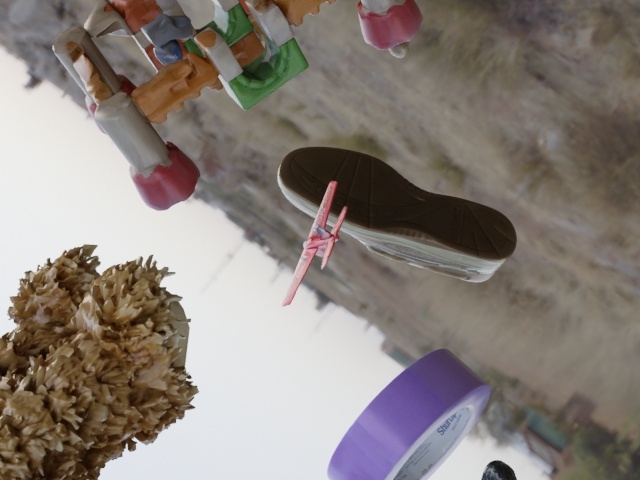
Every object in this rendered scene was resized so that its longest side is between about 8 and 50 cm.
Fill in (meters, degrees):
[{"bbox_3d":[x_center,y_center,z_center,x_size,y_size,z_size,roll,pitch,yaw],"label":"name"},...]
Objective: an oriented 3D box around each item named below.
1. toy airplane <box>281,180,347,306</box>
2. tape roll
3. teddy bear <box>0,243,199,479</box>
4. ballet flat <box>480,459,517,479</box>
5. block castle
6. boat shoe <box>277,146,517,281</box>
[{"bbox_3d":[0.000,0.000,1.024,0.028,0.151,0.151,22,-175,-4],"label":"toy airplane"},{"bbox_3d":[0.138,0.298,1.499,0.090,0.275,0.275,42,-174,25],"label":"tape roll"},{"bbox_3d":[-0.186,0.142,0.489,0.113,0.338,0.245,41,176,-38],"label":"teddy bear"},{"bbox_3d":[0.240,0.375,1.307,0.049,0.057,0.173,-89,-9,-67],"label":"ballet flat"},{"bbox_3d":[-0.117,-0.266,1.354,0.303,0.453,0.213,49,174,45],"label":"block castle"},{"bbox_3d":[0.096,-0.023,1.358,0.341,0.121,0.110,22,147,0],"label":"boat shoe"}]
